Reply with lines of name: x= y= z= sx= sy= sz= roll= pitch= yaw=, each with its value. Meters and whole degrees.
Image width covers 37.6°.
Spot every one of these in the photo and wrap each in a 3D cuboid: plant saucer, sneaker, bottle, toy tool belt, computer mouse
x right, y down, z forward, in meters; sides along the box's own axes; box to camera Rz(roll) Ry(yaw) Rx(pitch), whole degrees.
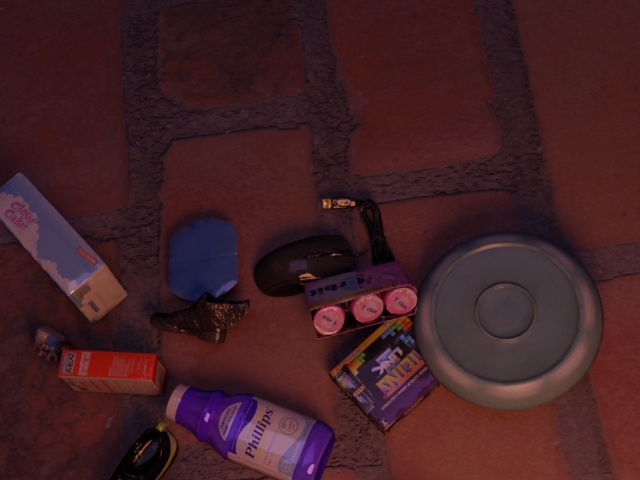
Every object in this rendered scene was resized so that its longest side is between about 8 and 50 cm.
plant saucer: x=0.311 y=0.125 z=1.580 sx=0.318 sy=0.043 sz=0.317 roll=-5 pitch=67 yaw=12
sneaker: x=-0.324 y=0.403 z=1.561 sx=0.084 sy=0.097 sz=0.234 roll=23 pitch=70 yaw=16
bottle: x=-0.121 y=0.319 z=1.582 sx=0.283 sy=0.092 sz=0.118 roll=19 pitch=70 yaw=14
toy tool belt: x=-0.486 y=0.194 z=1.707 sx=0.083 sy=0.052 sz=0.051 roll=29 pitch=103 yaw=21
sneaker: x=-0.216 y=0.128 z=1.685 sx=0.170 sy=0.051 sz=0.089 roll=15 pitch=103 yaw=6
computer mouse: x=0.000 y=0.000 z=1.735 sx=0.262 sy=0.060 sz=0.184 roll=-8 pitch=66 yaw=1

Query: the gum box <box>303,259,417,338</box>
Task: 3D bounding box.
gum box: x=0.072 y=0.101 z=1.650 sx=0.188 sy=0.062 sz=0.107 roll=-15 pitch=23 yaw=-1

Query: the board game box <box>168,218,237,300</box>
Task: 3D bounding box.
board game box: x=-0.215 y=0.041 z=1.754 sx=0.133 sy=0.033 sz=0.168 roll=-8 pitch=62 yaw=9

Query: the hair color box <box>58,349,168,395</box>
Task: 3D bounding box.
hair color box: x=-0.361 y=0.231 z=1.647 sx=0.167 sy=0.093 sz=0.053 roll=1 pitch=65 yaw=6

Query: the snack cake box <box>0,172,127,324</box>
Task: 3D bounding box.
snack cake box: x=-0.483 y=0.016 z=1.725 sx=0.089 sy=0.152 sz=0.264 roll=-42 pitch=68 yaw=-13

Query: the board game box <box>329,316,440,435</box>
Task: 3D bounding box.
board game box: x=0.124 y=0.227 z=1.625 sx=0.170 sy=0.048 sz=0.141 roll=-41 pitch=67 yaw=-13
